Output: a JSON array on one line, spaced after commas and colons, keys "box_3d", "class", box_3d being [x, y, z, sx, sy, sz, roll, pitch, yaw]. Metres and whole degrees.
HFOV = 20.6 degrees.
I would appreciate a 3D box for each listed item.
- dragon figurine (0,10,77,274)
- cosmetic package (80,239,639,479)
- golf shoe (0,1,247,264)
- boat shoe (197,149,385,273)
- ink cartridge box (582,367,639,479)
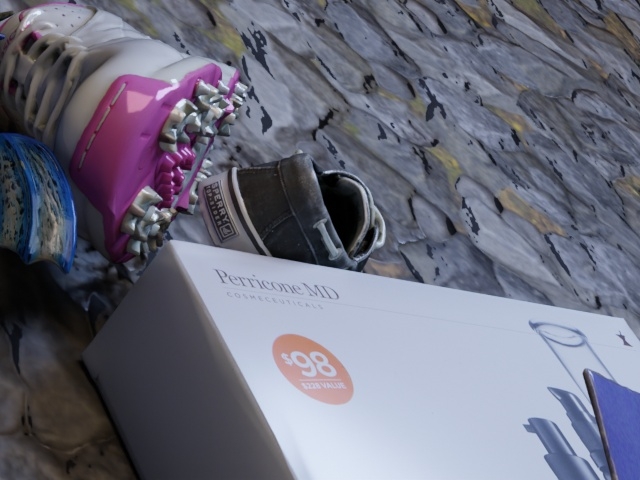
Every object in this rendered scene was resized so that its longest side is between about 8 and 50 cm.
[{"box_3d": [-0.164, -0.003, 0.760, 0.085, 0.144, 0.289, 13, 36, -42], "class": "dragon figurine"}, {"box_3d": [0.094, 0.151, 0.911, 0.377, 0.097, 0.284, 10, 36, -44], "class": "cosmetic package"}, {"box_3d": [-0.122, -0.066, 0.923, 0.140, 0.115, 0.306, 28, 3, -2], "class": "golf shoe"}, {"box_3d": [0.000, 0.000, 0.981, 0.219, 0.070, 0.077, 31, 37, -74], "class": "boat shoe"}, {"box_3d": [0.223, 0.206, 0.718, 0.307, 0.072, 0.303, 28, 45, -61], "class": "ink cartridge box"}]
